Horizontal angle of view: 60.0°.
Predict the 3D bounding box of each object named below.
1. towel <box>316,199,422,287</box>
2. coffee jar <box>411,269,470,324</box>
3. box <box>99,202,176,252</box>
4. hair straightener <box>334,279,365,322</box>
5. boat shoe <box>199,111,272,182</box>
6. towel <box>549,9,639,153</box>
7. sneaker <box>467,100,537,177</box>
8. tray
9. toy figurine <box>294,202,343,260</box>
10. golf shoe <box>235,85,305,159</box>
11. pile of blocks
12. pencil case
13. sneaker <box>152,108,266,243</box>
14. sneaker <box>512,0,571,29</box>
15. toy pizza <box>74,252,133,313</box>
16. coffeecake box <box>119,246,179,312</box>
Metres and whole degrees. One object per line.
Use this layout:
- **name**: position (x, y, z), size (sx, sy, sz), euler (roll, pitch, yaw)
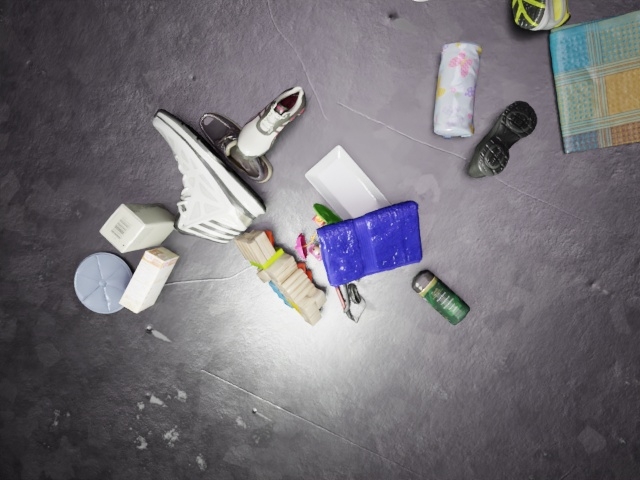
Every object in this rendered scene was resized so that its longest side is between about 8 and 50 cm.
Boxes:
- **towel**: position (0.153, 0.019, 1.634), size (0.308, 0.076, 0.227), euler (-18, 130, -5)
- **coffee jar**: position (0.362, 0.169, 1.690), size (0.184, 0.096, 0.079), euler (42, 94, 0)
- **box**: position (-0.534, -0.043, 1.663), size (0.094, 0.275, 0.113), euler (42, 96, 1)
- **hair straightener**: position (0.088, 0.147, 1.737), size (0.089, 0.047, 0.230), euler (-19, 93, 7)
- **boat shoe**: position (-0.266, -0.291, 1.709), size (0.103, 0.092, 0.285), euler (-43, 90, 7)
- **towel**: position (0.828, -0.459, 1.625), size (0.272, 0.040, 0.369), euler (-9, 96, 7)
- **sneaker**: position (0.522, -0.297, 1.632), size (0.109, 0.130, 0.286), euler (44, 75, -6)
- **tray**: position (0.092, -0.148, 1.721), size (0.145, 0.030, 0.270), euler (-41, 90, 6)
- **toy figurine**: position (0.000, 0.000, 1.706), size (0.173, 0.130, 0.159), euler (41, 108, 4)
- **golf shoe**: position (-0.151, -0.359, 1.646), size (0.105, 0.120, 0.273), euler (41, 78, -3)
- **pile of blocks**: position (-0.109, 0.098, 1.732), size (0.113, 0.149, 0.362), euler (-43, 98, -25)
- **pencil case**: position (0.405, -0.440, 1.626), size (0.124, 0.113, 0.272), euler (3, 95, -4)
- **sneaker**: position (-0.403, -0.172, 1.686), size (0.257, 0.169, 0.447), euler (-43, 90, 3)
- **sneaker**: position (0.632, -0.787, 1.584), size (0.147, 0.145, 0.384), euler (-1, 93, -26)
- **toy pizza**: position (-0.706, 0.138, 1.817), size (0.202, 0.032, 0.201), euler (0, 95, 4)
- **coffeecake box**: position (-0.536, 0.120, 1.744), size (0.068, 0.142, 0.185), euler (30, 96, 2)
